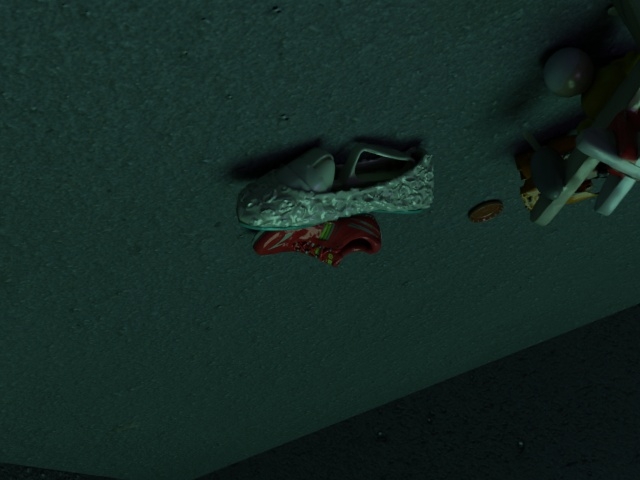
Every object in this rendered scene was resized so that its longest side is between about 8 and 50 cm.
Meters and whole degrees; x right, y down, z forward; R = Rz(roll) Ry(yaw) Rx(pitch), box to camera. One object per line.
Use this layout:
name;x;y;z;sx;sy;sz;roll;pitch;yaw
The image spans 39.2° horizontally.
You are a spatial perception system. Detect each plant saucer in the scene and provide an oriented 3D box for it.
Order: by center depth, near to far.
plant saucer;0.380;-0.067;2.063;0.083;0.013;0.083;-14;155;-7

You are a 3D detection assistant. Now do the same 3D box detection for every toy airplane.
toy airplane;0.486;-0.220;1.512;0.386;0.272;0.384;-51;169;-6

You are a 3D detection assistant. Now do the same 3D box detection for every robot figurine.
robot figurine;0.538;-0.157;1.783;0.291;0.211;0.085;-18;124;20

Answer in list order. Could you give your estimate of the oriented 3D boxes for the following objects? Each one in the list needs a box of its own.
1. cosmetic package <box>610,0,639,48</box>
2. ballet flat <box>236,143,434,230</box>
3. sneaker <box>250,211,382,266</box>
cosmetic package;0.436;-0.344;1.168;0.113;0.309;0.160;-27;153;17
ballet flat;0.033;-0.113;1.631;0.409;0.147;0.147;-8;154;-29
sneaker;0.000;0.000;1.814;0.279;0.118;0.107;-9;153;-20
